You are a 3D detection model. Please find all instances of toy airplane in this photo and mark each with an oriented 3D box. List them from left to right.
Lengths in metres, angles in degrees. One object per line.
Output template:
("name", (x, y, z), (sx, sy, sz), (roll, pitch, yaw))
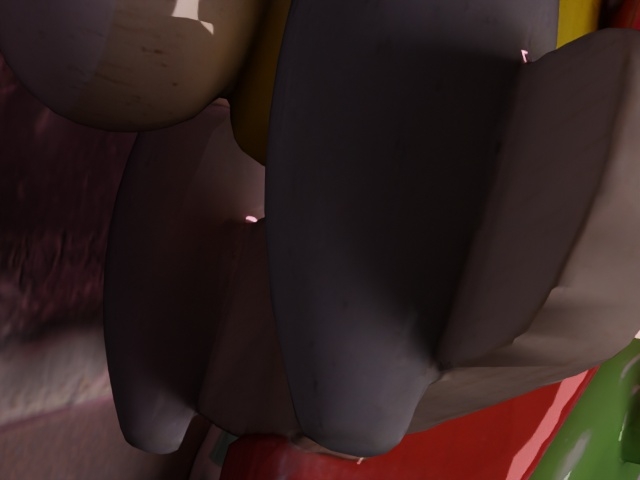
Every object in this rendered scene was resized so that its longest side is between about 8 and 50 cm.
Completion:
("toy airplane", (0.000, 0.000, 0.586), (0.386, 0.272, 0.384), (-48, -170, 33))

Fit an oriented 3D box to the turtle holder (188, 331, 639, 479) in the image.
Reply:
("turtle holder", (0.053, 0.167, 0.881), (0.243, 0.227, 0.320), (22, 87, -63))
